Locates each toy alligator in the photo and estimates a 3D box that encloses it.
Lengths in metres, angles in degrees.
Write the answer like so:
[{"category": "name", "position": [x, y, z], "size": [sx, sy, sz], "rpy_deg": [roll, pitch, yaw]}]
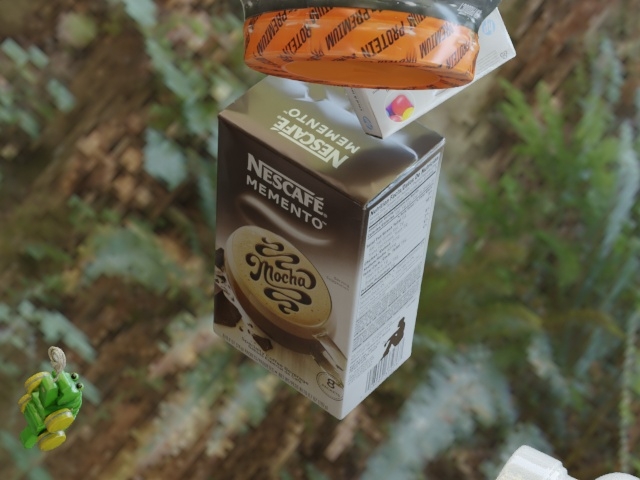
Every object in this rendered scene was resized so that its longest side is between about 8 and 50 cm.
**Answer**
[{"category": "toy alligator", "position": [-0.257, 0.153, 1.776], "size": [0.056, 0.051, 0.189], "rpy_deg": [58, -34, 21]}]

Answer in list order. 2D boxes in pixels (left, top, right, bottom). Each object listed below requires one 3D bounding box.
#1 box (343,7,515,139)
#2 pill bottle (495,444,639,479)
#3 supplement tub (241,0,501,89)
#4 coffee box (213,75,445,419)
[{"category": "box", "position": [0.065, -0.200, 1.483], "size": [0.038, 0.145, 0.186], "rpy_deg": [23, -37, 63]}, {"category": "pill bottle", "position": [0.319, 0.349, 1.712], "size": [0.363, 0.210, 0.210], "rpy_deg": [26, -20, 17]}, {"category": "supplement tub", "position": [0.039, -0.283, 1.250], "size": [0.207, 0.338, 0.207], "rpy_deg": [5, -3, 0]}, {"category": "coffee box", "position": [0.000, 0.000, 1.641], "size": [0.168, 0.119, 0.297], "rpy_deg": [33, -37, 24]}]
